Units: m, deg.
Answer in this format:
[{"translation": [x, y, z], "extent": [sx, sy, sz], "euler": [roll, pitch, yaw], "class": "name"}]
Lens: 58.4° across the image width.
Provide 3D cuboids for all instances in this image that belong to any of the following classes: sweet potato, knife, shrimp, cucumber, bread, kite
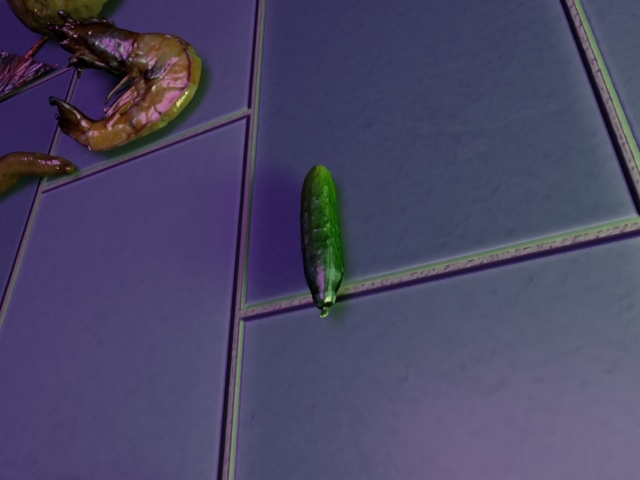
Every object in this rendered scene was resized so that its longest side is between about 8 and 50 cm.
[{"translation": [-0.414, -0.092, 0.775], "extent": [0.214, 0.050, 0.050], "euler": [-10, 57, 21], "class": "sweet potato"}, {"translation": [-0.250, -0.225, 0.787], "extent": [0.091, 0.005, 0.014], "euler": [-28, 50, 11], "class": "knife"}, {"translation": [-0.280, -0.201, 0.751], "extent": [0.289, 0.075, 0.178], "euler": [22, 78, 21], "class": "shrimp"}, {"translation": [0.000, 0.000, 0.486], "extent": [0.037, 0.037, 0.155], "euler": [-17, 53, 20], "class": "cucumber"}, {"translation": [-0.428, -0.452, 0.953], "extent": [0.230, 0.123, 0.230], "euler": [-15, 53, 21], "class": "bread"}, {"translation": [-0.520, -0.289, 0.980], "extent": [0.232, 0.009, 0.189], "euler": [26, 76, 38], "class": "kite"}]
